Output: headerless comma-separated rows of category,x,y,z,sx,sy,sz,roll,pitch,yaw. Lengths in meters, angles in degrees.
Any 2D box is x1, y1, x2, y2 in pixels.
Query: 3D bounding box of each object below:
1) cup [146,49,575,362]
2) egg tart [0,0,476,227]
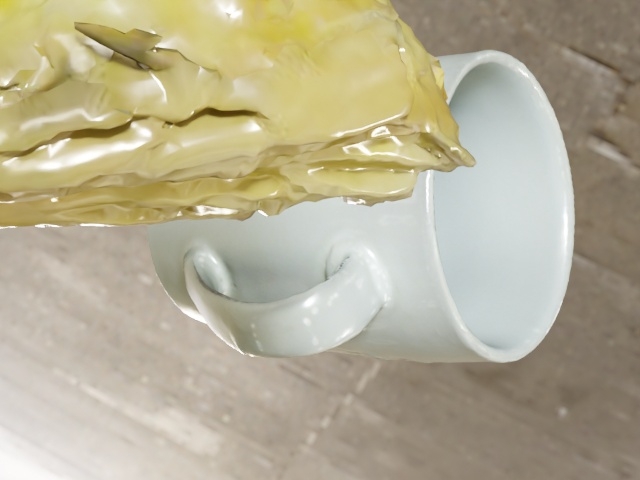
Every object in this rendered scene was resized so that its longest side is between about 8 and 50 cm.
cup,0.000,0.000,1.023,0.234,0.258,0.186,-4,112,32
egg tart,-0.133,-0.100,0.538,0.339,0.153,0.351,-2,-158,-3
